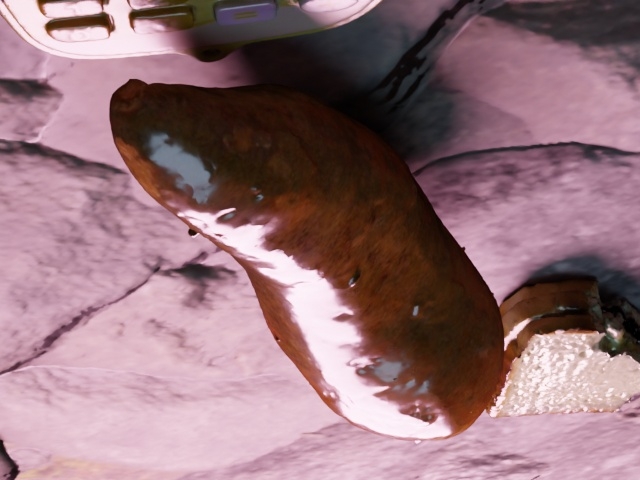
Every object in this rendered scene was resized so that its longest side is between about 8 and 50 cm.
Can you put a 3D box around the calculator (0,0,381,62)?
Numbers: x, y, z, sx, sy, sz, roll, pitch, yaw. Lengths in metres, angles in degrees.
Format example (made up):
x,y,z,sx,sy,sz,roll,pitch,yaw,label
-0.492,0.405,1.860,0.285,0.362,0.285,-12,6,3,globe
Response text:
x,y,z,sx,sy,sz,roll,pitch,yaw,label
-0.044,-0.123,0.616,0.157,0.033,0.236,-8,154,-4,calculator

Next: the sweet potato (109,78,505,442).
x,y,z,sx,sy,sz,roll,pitch,yaw,label
0.000,-0.002,0.787,0.097,0.097,0.292,-19,144,18,sweet potato

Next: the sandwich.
x,y,z,sx,sy,sz,roll,pitch,yaw,label
0.131,0.055,0.987,0.093,0.036,0.105,-6,150,-4,sandwich
